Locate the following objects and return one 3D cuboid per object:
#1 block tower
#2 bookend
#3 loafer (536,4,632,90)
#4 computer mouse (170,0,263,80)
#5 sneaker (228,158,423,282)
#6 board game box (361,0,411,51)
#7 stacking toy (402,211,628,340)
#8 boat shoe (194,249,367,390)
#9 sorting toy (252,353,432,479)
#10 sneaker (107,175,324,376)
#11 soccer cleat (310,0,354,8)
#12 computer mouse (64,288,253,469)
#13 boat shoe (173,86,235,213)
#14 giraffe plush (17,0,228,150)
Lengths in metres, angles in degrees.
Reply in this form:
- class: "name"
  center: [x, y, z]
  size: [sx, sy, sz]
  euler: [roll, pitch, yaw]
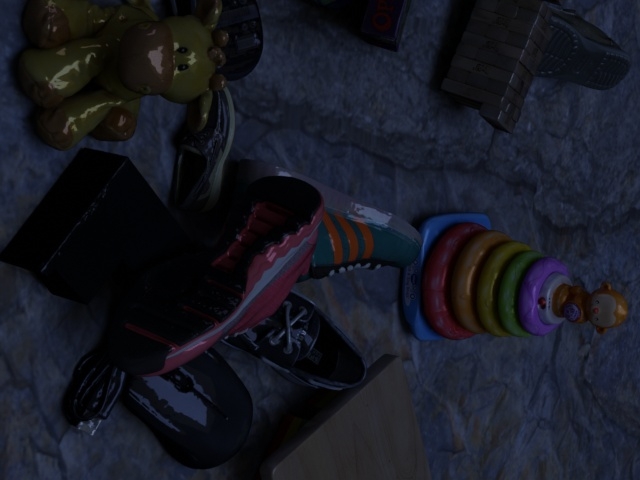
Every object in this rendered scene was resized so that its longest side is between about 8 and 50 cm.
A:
- class: "block tower"
  center: [0.267, -0.319, 2.167]
  size: [0.091, 0.097, 0.335]
  euler: [22, 89, -67]
- class: "bookend"
  center: [-0.232, 0.013, 1.731]
  size: [0.156, 0.072, 0.157]
  euler: [-56, 136, -22]
- class: "loafer"
  center: [0.335, -0.283, 2.316]
  size: [0.251, 0.087, 0.094]
  euler: [18, 122, -40]
- class: "computer mouse"
  center: [-0.107, -0.317, 1.812]
  size: [0.184, 0.060, 0.262]
  euler: [-28, 108, -37]
- class: "sneaker"
  center: [0.000, 0.000, 1.977]
  size: [0.302, 0.108, 0.121]
  euler: [22, 83, -41]
- class: "board game box"
  center: [0.119, -0.403, 1.944]
  size: [0.208, 0.056, 0.347]
  euler: [-9, 115, -82]
- class: "stacking toy"
  center: [0.270, 0.070, 2.143]
  size: [0.165, 0.301, 0.175]
  euler: [-7, 105, -48]
- class: "boat shoe"
  center: [-0.049, 0.104, 1.939]
  size: [0.301, 0.102, 0.108]
  euler: [42, 68, -45]
- class: "sorting toy"
  center: [0.019, 0.310, 2.077]
  size: [0.255, 0.089, 0.257]
  euler: [-38, 126, -37]
- class: "sneaker"
  center: [-0.099, 0.067, 1.769]
  size: [0.314, 0.116, 0.136]
  euler: [-42, 145, -33]
- class: "soccer cleat"
  center: [0.039, -0.416, 1.912]
  size: [0.121, 0.093, 0.289]
  euler: [13, 91, -69]
- class: "computer mouse"
  center: [-0.156, 0.182, 1.857]
  size: [0.272, 0.072, 0.188]
  euler: [45, 66, -45]
- class: "boat shoe"
  center: [-0.133, -0.105, 1.830]
  size: [0.049, 0.056, 0.152]
  euler: [-4, 102, -54]
- class: "giraffe plush"
  center: [-0.181, -0.181, 1.668]
  size: [0.210, 0.170, 0.181]
  euler: [-35, 123, -39]
